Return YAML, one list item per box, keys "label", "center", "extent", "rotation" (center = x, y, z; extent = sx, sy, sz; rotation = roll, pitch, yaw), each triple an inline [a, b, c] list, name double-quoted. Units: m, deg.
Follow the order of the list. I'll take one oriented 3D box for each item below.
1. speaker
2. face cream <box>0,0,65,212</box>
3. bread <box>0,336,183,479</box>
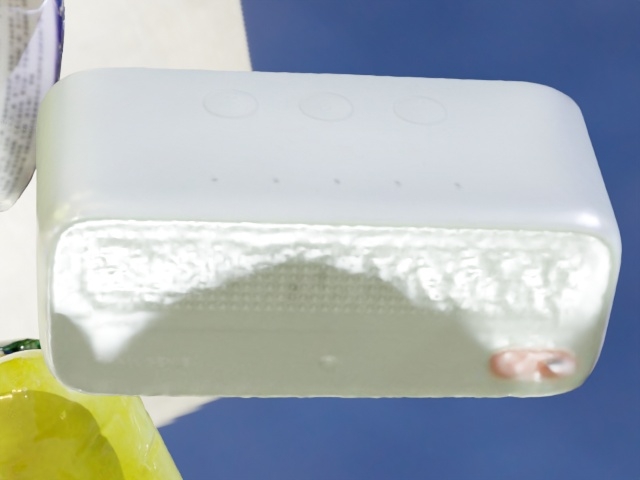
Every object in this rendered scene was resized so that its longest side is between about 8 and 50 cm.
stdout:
- label: "speaker"
  center: [0.000, 0.000, 1.093]
  extent: [0.406, 0.184, 0.183]
  rotation: [1, -59, -6]
- label: "face cream"
  center: [-0.345, -0.144, 1.235]
  extent: [0.225, 0.249, 0.249]
  rotation: [5, -66, -30]
- label: "bread"
  center: [-0.228, 0.262, 1.331]
  extent: [0.251, 0.208, 0.377]
  rotation: [-10, -63, 27]
